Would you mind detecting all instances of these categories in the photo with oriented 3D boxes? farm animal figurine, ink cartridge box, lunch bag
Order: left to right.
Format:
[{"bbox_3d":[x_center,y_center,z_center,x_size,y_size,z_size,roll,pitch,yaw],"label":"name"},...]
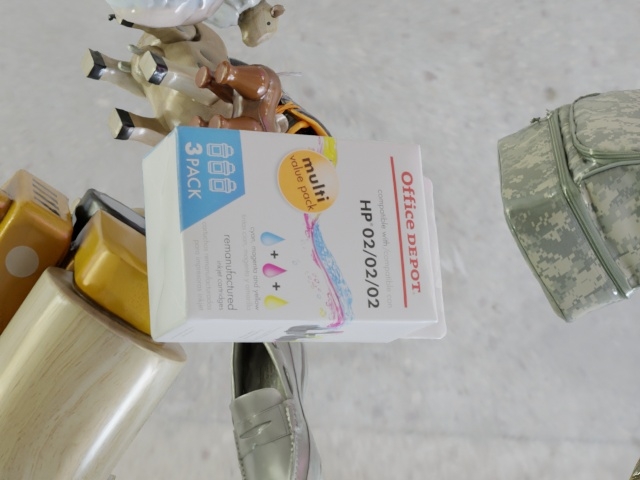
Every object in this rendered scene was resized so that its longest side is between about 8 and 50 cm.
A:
[{"bbox_3d":[-0.121,-0.092,1.291,0.172,0.326,0.330,14,141,-38],"label":"farm animal figurine"},{"bbox_3d":[0.000,0.000,0.736,0.181,0.061,0.104,2,75,-25],"label":"ink cartridge box"},{"bbox_3d":[0.385,-0.072,1.783,0.256,0.305,0.212,-25,109,17],"label":"lunch bag"}]

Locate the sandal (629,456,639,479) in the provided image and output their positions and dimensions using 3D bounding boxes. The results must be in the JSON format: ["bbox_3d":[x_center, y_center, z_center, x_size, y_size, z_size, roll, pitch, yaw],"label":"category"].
[{"bbox_3d":[0.246,0.199,0.949,0.049,0.072,0.180,35,85,-48],"label":"sandal"}]

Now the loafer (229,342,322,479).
[{"bbox_3d":[-0.069,0.231,1.687,0.112,0.319,0.111,-33,132,23],"label":"loafer"}]

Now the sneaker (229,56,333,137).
[{"bbox_3d":[-0.046,-0.125,1.435,0.215,0.083,0.084,42,74,7],"label":"sneaker"}]

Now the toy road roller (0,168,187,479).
[{"bbox_3d":[-0.245,0.044,1.002,0.241,0.329,0.202,33,94,-17],"label":"toy road roller"}]

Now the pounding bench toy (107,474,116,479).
[{"bbox_3d":[-0.269,0.320,1.636,0.083,0.052,0.065,15,96,-4],"label":"pounding bench toy"}]

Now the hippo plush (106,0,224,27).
[{"bbox_3d":[-0.144,-0.325,1.064,0.236,0.294,0.234,37,52,2],"label":"hippo plush"}]
